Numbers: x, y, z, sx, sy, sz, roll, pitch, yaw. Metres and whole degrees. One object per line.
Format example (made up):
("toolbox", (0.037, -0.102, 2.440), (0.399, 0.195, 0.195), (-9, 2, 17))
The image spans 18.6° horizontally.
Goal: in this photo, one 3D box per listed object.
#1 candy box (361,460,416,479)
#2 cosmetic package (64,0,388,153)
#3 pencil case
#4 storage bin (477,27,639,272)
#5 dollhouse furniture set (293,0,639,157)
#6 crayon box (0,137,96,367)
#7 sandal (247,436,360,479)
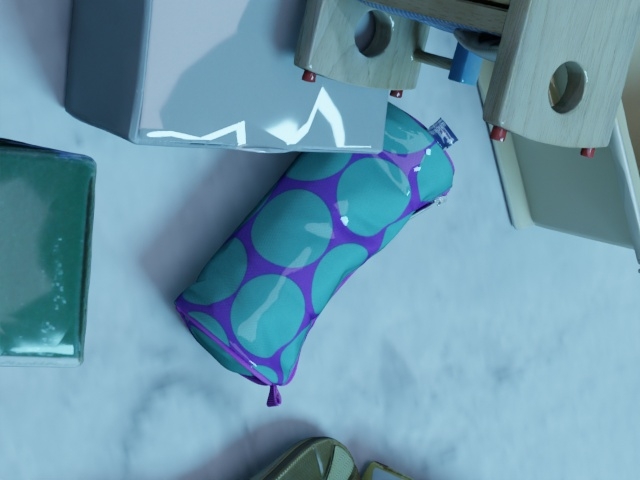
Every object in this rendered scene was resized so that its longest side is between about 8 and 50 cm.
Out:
("candy box", (0.035, 0.219, 0.986), (0.109, 0.053, 0.186), (31, 81, -28))
("cosmetic package", (-0.033, -0.160, 0.864), (0.127, 0.107, 0.238), (4, 103, -27))
("pencil case", (0.000, 0.000, 0.931), (0.070, 0.064, 0.151), (43, 77, -8))
("storage bin", (0.206, -0.155, 0.983), (0.262, 0.123, 0.260), (-22, 107, -23))
("dollhouse furniture set", (0.109, -0.106, 0.829), (0.184, 0.129, 0.129), (7, 100, -41))
("crayon box", (-0.268, -0.011, 0.713), (0.323, 0.203, 0.083), (2, 96, -28))
("sandal", (-0.054, 0.153, 0.938), (0.180, 0.049, 0.072), (-36, 118, -34))
